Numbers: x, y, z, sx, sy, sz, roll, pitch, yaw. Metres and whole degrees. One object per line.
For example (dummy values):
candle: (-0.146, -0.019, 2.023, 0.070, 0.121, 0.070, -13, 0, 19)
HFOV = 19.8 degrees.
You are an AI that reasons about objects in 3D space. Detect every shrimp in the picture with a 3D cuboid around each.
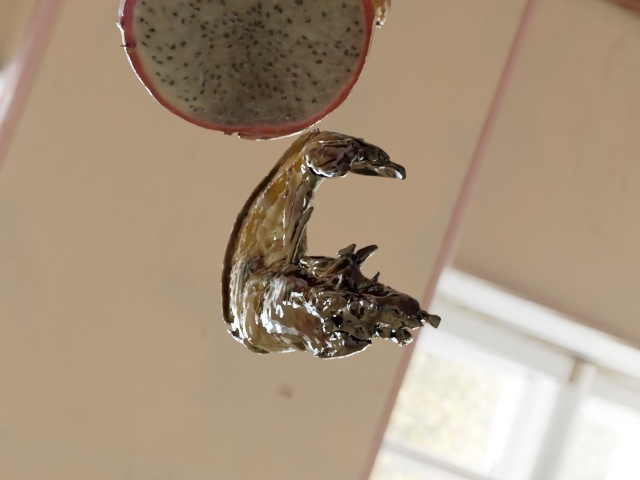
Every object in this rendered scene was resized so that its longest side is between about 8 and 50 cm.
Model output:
shrimp: (0.007, 0.001, 1.370, 0.075, 0.178, 0.289, 11, 174, -22)

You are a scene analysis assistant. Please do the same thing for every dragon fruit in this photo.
dragon fruit: (-0.081, -0.264, 1.933, 0.290, 0.290, 0.189, 22, -153, -18)
